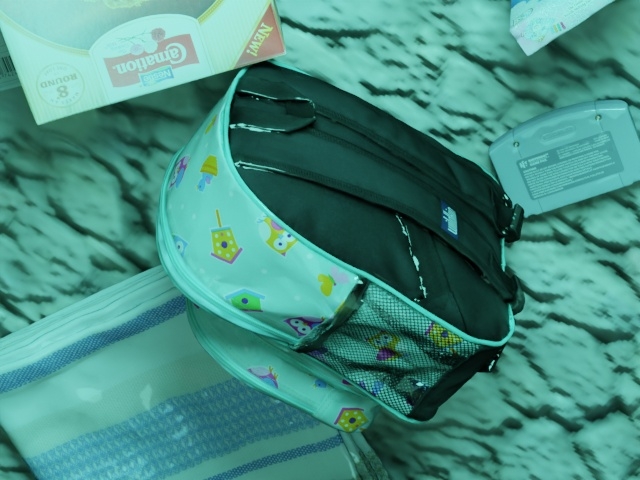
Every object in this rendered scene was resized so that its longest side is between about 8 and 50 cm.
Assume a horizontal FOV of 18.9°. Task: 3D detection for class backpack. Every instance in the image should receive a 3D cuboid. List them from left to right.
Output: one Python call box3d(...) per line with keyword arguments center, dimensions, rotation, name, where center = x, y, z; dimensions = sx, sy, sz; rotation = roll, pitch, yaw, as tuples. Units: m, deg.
box3d(center=(0.000, 0.000, 1.044), dimensions=(0.188, 0.166, 0.144), rotation=(35, 125, -21), name="backpack")

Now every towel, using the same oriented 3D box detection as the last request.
box3d(center=(-0.072, 0.146, 1.208), dimensions=(0.209, 0.034, 0.285), rotation=(-23, 114, 17), name="towel")

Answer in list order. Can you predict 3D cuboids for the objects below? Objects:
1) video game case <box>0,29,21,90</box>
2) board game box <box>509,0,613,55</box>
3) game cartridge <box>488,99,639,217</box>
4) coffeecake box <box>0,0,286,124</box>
box3d(center=(-0.231, -0.142, 1.077), dimensions=(0.157, 0.019, 0.143), rotation=(-13, 116, 13), name="video game case")
box3d(center=(0.140, -0.142, 1.001), dimensions=(0.090, 0.090, 0.020), rotation=(-33, 108, 20), name="board game box")
box3d(center=(0.141, -0.048, 1.094), dimensions=(0.083, 0.017, 0.056), rotation=(-18, 119, 14), name="game cartridge")
box3d(center=(-0.111, -0.172, 1.011), dimensions=(0.142, 0.068, 0.185), rotation=(-16, 116, 3), name="coffeecake box")
